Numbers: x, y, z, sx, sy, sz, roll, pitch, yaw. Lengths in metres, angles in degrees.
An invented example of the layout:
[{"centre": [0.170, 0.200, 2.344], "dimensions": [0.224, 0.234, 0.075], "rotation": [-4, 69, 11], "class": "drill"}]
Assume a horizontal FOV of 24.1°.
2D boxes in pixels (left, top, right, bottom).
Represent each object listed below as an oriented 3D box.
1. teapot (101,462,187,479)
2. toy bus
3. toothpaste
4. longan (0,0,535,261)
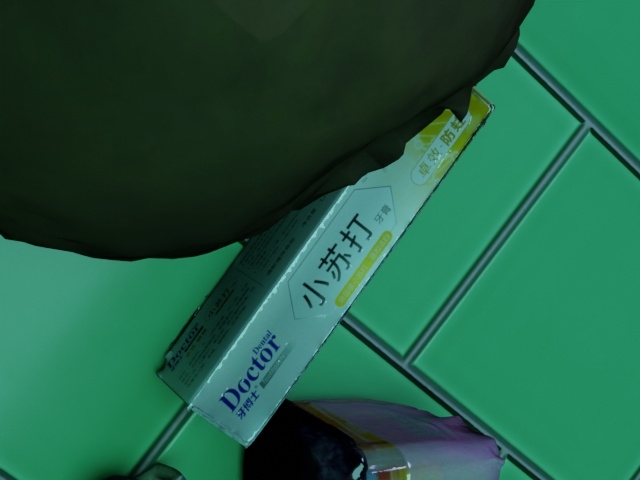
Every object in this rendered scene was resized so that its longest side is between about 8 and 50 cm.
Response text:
[{"centre": [-0.139, 0.197, 1.106], "dimensions": [0.088, 0.057, 0.066], "rotation": [-37, 112, -8], "class": "teapot"}, {"centre": [0.033, 0.313, 1.137], "dimensions": [0.162, 0.171, 0.386], "rotation": [0, 101, -25], "class": "toy bus"}, {"centre": [0.000, 0.000, 1.105], "dimensions": [0.071, 0.089, 0.313], "rotation": [39, 85, -28], "class": "toothpaste"}, {"centre": [-0.063, -0.189, 0.868], "dimensions": [0.404, 0.404, 0.436], "rotation": [3, 131, -22], "class": "longan"}]
